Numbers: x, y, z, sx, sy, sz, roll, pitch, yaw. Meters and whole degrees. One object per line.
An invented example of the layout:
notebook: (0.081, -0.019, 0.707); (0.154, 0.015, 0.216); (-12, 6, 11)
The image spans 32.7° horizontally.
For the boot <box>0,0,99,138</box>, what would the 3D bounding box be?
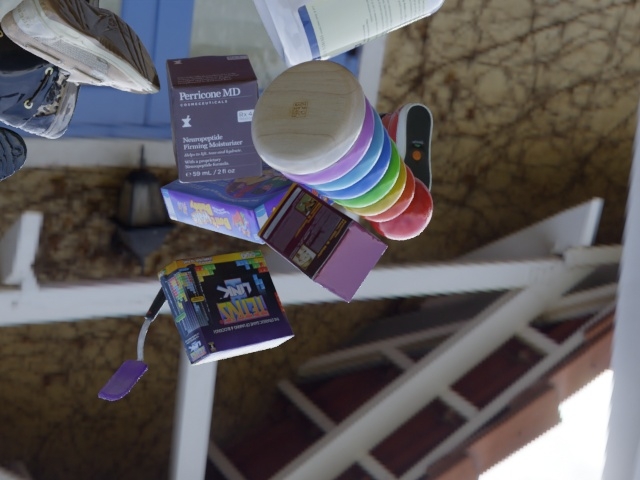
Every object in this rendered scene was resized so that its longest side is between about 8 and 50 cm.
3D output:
boot: (-0.568, -0.388, 1.991); (0.138, 0.377, 0.284); (20, -170, 41)

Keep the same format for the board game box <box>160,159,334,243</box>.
board game box: (-0.148, -0.104, 2.322); (0.233, 0.078, 0.347); (-30, -153, -31)

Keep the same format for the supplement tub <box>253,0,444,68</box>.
supplement tub: (0.055, -0.429, 1.702); (0.325, 0.235, 0.235); (-24, -157, -3)

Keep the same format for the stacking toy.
stacking toy: (0.047, -0.088, 1.357); (0.141, 0.141, 0.330); (20, 169, 32)

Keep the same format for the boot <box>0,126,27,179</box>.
boot: (-0.603, -0.152, 1.793); (0.246, 0.094, 0.207); (-19, -153, -4)

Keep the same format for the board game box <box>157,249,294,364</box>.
board game box: (-0.131, 0.091, 1.537); (0.170, 0.141, 0.048); (-8, 160, -49)

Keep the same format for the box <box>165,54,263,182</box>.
box: (-0.210, -0.242, 2.144); (0.168, 0.203, 0.167); (-6, -152, -9)

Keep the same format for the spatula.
spatula: (-0.334, 0.176, 2.098); (0.084, 0.296, 0.030); (4, 154, 48)

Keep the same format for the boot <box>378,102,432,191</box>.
boot: (0.137, -0.137, 2.126); (0.088, 0.244, 0.176); (12, 172, -26)

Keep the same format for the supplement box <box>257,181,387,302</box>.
supplement box: (0.000, 0.000, 1.603); (0.081, 0.104, 0.188); (34, -179, -35)

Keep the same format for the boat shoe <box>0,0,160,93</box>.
boat shoe: (-0.392, -0.322, 1.820); (0.110, 0.121, 0.341); (-28, 154, 16)
